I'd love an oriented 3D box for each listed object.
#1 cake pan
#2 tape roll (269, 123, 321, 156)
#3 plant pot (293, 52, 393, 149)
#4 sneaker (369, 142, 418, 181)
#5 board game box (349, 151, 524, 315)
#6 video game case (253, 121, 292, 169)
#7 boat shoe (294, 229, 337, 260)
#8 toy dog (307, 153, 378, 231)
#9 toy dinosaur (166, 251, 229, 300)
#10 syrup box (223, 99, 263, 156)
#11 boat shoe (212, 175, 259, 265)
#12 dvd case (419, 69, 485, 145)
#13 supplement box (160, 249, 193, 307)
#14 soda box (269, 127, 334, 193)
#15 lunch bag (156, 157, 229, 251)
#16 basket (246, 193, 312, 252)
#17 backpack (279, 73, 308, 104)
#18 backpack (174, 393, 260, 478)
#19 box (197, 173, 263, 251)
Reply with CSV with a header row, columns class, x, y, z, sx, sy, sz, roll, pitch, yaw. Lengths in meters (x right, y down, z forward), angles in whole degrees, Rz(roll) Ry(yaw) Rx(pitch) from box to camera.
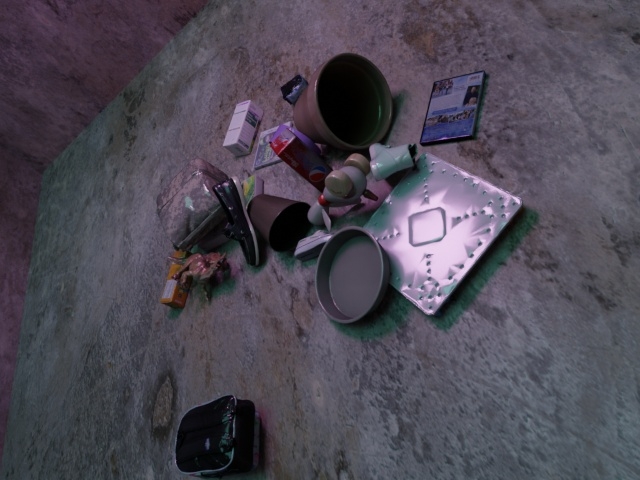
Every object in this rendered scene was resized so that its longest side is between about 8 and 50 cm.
class,x,y,z,sx,sy,sz,roll,pitch,yaw
cake pan,0.095,0.105,1.511,0.293,0.054,0.293,-16,68,46
tape roll,-0.096,-0.352,1.897,0.189,0.189,0.080,28,85,46
plant pot,0.046,-0.467,1.793,0.280,0.323,0.323,0,64,57
sneaker,0.240,-0.270,1.611,0.151,0.094,0.256,-19,23,14
board game box,0.320,-0.030,1.455,0.390,0.050,0.390,-52,44,3
video game case,-0.204,-0.406,2.140,0.173,0.022,0.191,-11,59,36
boat shoe,0.000,0.000,1.681,0.226,0.083,0.076,-18,56,32
toy dog,0.081,-0.131,1.626,0.161,0.334,0.220,42,75,3
toy dinosaur,-0.469,0.098,1.970,0.295,0.127,0.200,27,83,37
syrup box,-0.349,-0.509,2.272,0.096,0.093,0.237,-3,63,39
boat shoe,-0.317,-0.060,1.843,0.127,0.113,0.340,11,116,65
dvd case,0.427,-0.427,1.622,0.180,0.022,0.253,-1,65,41
supplement box,-0.586,0.160,2.084,0.080,0.078,0.234,-5,63,35
soda box,-0.054,-0.277,1.762,0.092,0.263,0.083,-44,44,10
lunch bag,-0.496,-0.130,2.004,0.305,0.212,0.256,-40,45,16
basket,-0.164,-0.080,1.825,0.204,0.154,0.227,-49,39,-11
backpack,-0.104,-0.649,2.156,0.114,0.084,0.105,-37,46,22
backpack,-0.310,0.598,1.507,0.253,0.191,0.225,-21,50,21
box,-0.374,-0.113,2.083,0.322,0.058,0.232,-23,52,27
